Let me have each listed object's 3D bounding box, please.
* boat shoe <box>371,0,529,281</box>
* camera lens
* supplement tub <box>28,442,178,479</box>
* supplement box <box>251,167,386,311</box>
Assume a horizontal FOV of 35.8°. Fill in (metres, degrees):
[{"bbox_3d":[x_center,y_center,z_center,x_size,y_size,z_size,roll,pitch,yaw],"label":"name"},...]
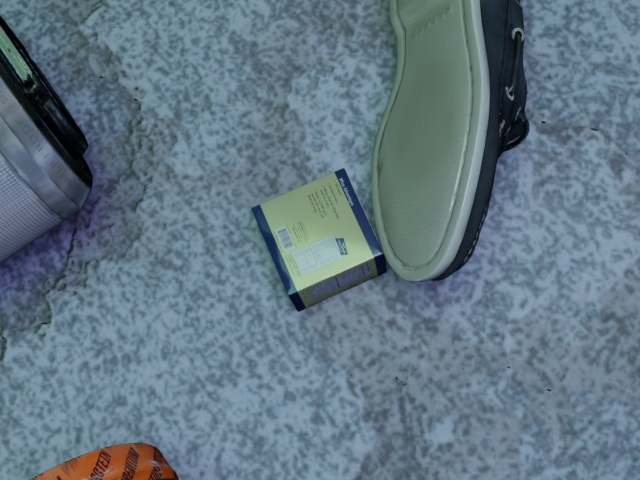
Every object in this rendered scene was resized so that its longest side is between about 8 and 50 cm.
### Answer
[{"bbox_3d":[0.120,-0.119,0.814,0.113,0.127,0.340,19,59,-34],"label":"boat shoe"},{"bbox_3d":[-0.339,-0.057,0.785,0.274,0.219,0.219,-35,72,-5],"label":"camera lens"},{"bbox_3d":[-0.098,0.316,0.638,0.207,0.207,0.338,-34,66,-5],"label":"supplement tub"},{"bbox_3d":[0.000,0.000,0.814,0.083,0.056,0.083,-23,72,-1],"label":"supplement box"}]
